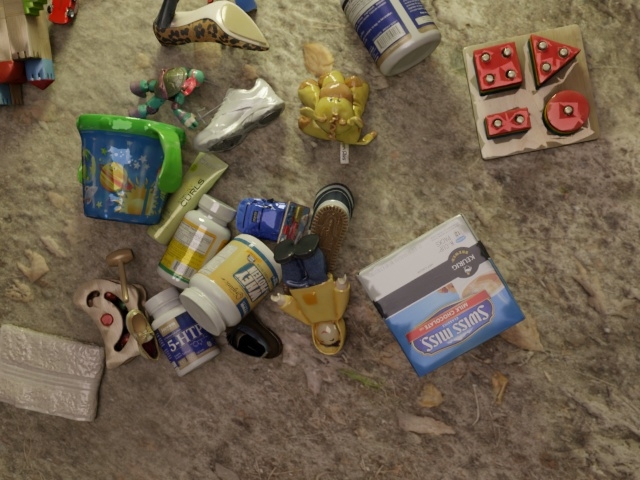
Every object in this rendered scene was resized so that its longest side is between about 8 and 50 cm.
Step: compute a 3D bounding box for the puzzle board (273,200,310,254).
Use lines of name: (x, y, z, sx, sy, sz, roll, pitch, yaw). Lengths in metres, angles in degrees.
puzzle board: (-0.061, -0.019, 1.685, 0.011, 0.096, 0.128, 16, 91, 29)

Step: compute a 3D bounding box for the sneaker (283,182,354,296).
sneaker: (0.000, 0.000, 1.681, 0.099, 0.153, 0.282, 21, 124, -6)

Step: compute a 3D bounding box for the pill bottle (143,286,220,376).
pill bottle: (-0.320, 0.206, 1.708, 0.112, 0.112, 0.186, -33, 84, 6)

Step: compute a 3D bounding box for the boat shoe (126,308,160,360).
boat shoe: (-0.388, 0.211, 1.660, 0.045, 0.135, 0.050, 19, 48, 41)

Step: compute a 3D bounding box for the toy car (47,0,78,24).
toy car: (-0.574, -0.654, 1.799, 0.225, 0.053, 0.238, -20, 86, 7)

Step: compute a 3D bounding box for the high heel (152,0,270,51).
high heel: (-0.256, -0.471, 1.734, 0.261, 0.186, 0.093, 27, 57, -11)

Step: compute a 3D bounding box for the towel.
towel: (-0.655, 0.313, 1.785, 0.283, 0.049, 0.187, 10, 91, 8)

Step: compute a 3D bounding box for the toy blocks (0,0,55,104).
toy blocks: (-0.794, -0.429, 1.779, 0.382, 0.191, 0.260, -5, 99, 10)

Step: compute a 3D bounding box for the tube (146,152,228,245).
tube: (-0.315, -0.101, 1.743, 0.070, 0.062, 0.240, 37, 91, -13)

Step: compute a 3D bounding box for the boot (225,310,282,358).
boot: (-0.186, 0.194, 1.690, 0.219, 0.106, 0.082, 33, 93, 8)

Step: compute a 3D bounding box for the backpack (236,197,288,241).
backpack: (-0.131, -0.052, 1.695, 0.120, 0.101, 0.097, 11, 83, 12)

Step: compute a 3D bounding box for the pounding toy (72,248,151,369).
pounding toy: (-0.487, 0.160, 1.710, 0.154, 0.155, 0.269, -10, 87, 3)

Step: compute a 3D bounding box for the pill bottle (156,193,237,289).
pill bottle: (-0.277, 0.004, 1.704, 0.118, 0.117, 0.208, 29, 93, 8)

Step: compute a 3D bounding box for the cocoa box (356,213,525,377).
cocoa box: (0.243, 0.103, 1.509, 0.232, 0.347, 0.227, -31, 85, 7)

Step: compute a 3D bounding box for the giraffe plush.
giraffe plush: (0.029, -0.281, 1.640, 0.182, 0.170, 0.210, -17, 86, 7)

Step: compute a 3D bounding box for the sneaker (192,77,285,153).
sneaker: (-0.202, -0.289, 1.726, 0.232, 0.090, 0.115, -31, 78, -3)

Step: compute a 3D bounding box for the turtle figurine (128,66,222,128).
turtle figurine: (-0.329, -0.342, 1.709, 0.234, 0.118, 0.175, -10, 53, 24)

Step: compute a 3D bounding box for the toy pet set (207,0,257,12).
toy pet set: (-0.205, -0.537, 1.735, 0.114, 0.065, 0.122, -20, 86, 7)

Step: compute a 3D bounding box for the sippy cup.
sippy cup: (-0.431, -0.151, 1.670, 0.240, 0.305, 0.223, 6, 90, -12)

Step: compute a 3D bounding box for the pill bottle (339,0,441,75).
pill bottle: (0.137, -0.509, 1.640, 0.153, 0.153, 0.264, -31, 84, 6)

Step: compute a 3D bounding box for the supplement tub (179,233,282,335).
supplement tub: (-0.195, 0.097, 1.642, 0.144, 0.144, 0.200, 42, 66, 7)

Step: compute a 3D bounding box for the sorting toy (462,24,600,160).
sorting toy: (0.458, -0.326, 1.621, 0.256, 0.089, 0.256, -10, 87, 8)

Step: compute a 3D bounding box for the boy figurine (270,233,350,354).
boy figurine: (-0.018, 0.126, 1.622, 0.177, 0.092, 0.285, -11, 119, 13)
